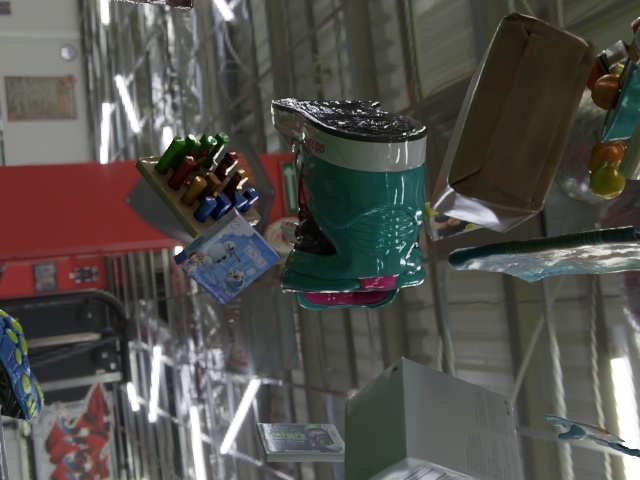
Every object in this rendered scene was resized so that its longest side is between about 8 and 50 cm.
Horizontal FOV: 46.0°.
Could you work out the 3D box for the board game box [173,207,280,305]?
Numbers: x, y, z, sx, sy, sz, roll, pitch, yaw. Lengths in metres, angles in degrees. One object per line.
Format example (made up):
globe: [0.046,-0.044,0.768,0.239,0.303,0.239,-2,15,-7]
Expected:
board game box: [-0.106,0.020,0.869,0.090,0.090,0.020,48,3,-42]

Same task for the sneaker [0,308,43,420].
sneaker: [-0.458,0.183,1.081,0.067,0.078,0.188,-83,169,-62]

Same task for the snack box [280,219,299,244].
snack box: [0.000,0.000,1.609,0.178,0.022,0.064,14,-30,29]

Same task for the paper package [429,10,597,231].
paper package: [0.326,-0.186,1.337,0.325,0.168,0.310,58,52,-85]

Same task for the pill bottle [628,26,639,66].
pill bottle: [0.381,-0.224,0.870,0.083,0.043,0.044,4,79,-75]

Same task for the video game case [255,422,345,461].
video game case: [-0.043,0.456,1.708,0.173,0.190,0.022,-146,-120,-76]

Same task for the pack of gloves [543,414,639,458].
pack of gloves: [0.633,0.467,1.735,0.046,0.195,0.232,-63,-167,-11]

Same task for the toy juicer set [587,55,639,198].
toy juicer set: [0.414,-0.165,1.058,0.329,0.089,0.209,-15,123,-75]

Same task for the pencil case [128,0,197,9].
pencil case: [-0.315,-0.356,0.817,0.184,0.410,0.160,-98,-165,-51]

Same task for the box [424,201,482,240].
box: [0.373,-0.074,1.850,0.058,0.232,0.087,-109,-178,-50]

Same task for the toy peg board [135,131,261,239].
toy peg board: [-0.176,-0.098,1.195,0.161,0.161,0.079,49,-59,15]

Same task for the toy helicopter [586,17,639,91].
toy helicopter: [0.565,-0.202,1.274,0.140,0.235,0.355,-30,-151,31]

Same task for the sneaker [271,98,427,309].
sneaker: [0.020,-0.030,0.669,0.295,0.123,0.179,-117,-152,-71]

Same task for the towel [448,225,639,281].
towel: [0.451,0.031,1.350,0.370,0.271,0.040,-9,-105,50]

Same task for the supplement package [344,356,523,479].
supplement package: [0.204,0.383,1.406,0.198,0.262,0.199,-47,-151,40]

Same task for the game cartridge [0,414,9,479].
game cartridge: [-0.211,0.245,0.437,0.355,0.068,0.230,56,-47,44]
